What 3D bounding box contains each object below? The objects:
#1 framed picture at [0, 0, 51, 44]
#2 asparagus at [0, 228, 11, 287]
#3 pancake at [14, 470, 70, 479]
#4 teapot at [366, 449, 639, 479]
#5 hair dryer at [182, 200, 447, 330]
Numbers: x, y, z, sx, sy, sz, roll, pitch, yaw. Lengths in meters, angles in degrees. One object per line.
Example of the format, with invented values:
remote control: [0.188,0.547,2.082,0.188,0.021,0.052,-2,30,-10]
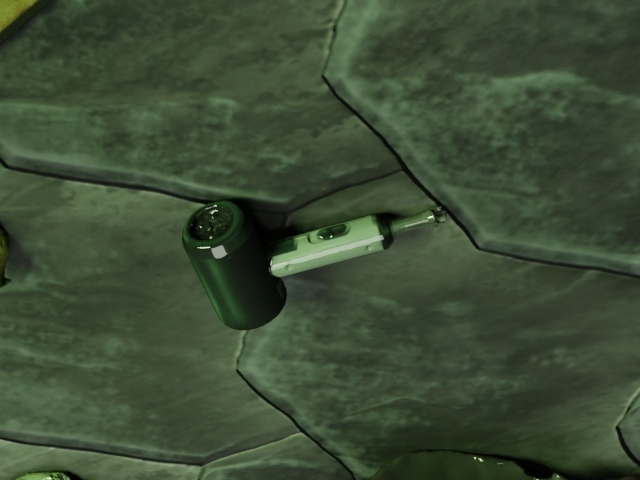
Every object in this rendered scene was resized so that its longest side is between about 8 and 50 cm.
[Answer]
framed picture: [-0.375,-0.184,1.040,0.255,0.014,0.338,-32,131,31]
asparagus: [-0.376,0.007,1.230,0.277,0.060,0.067,1,129,-3]
pancake: [-0.245,0.259,1.547,0.116,0.023,0.129,-20,135,25]
teapot: [0.158,0.370,1.509,0.376,0.305,0.362,-19,136,-22]
hair dryer: [0.000,0.000,1.241,0.197,0.057,0.100,-16,137,4]
